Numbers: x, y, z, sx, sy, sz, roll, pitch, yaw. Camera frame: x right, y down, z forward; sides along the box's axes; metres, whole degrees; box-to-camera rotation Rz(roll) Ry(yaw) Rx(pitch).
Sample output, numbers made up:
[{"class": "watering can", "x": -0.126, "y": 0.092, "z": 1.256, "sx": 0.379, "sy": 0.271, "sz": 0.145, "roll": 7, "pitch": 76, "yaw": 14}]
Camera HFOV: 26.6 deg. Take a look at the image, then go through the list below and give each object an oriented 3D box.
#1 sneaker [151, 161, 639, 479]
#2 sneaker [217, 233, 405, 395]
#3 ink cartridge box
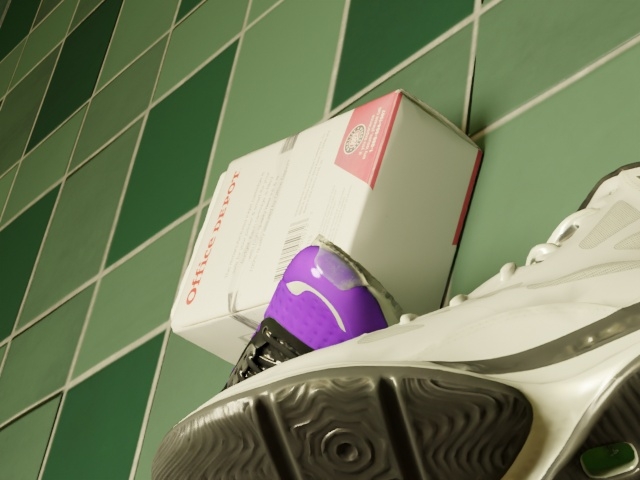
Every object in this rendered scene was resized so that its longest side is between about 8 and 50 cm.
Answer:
[{"class": "sneaker", "x": 0.126, "y": 0.084, "z": 0.861, "sx": 0.447, "sy": 0.169, "sz": 0.257, "roll": -13, "pitch": 20, "yaw": 14}, {"class": "sneaker", "x": -0.023, "y": 0.114, "z": 1.105, "sx": 0.146, "sy": 0.102, "sz": 0.293, "roll": -42, "pitch": -16, "yaw": -25}, {"class": "ink cartridge box", "x": 0.000, "y": 0.000, "z": 1.301, "sx": 0.283, "sy": 0.117, "sz": 0.207, "roll": -18, "pitch": 47, "yaw": 51}]
